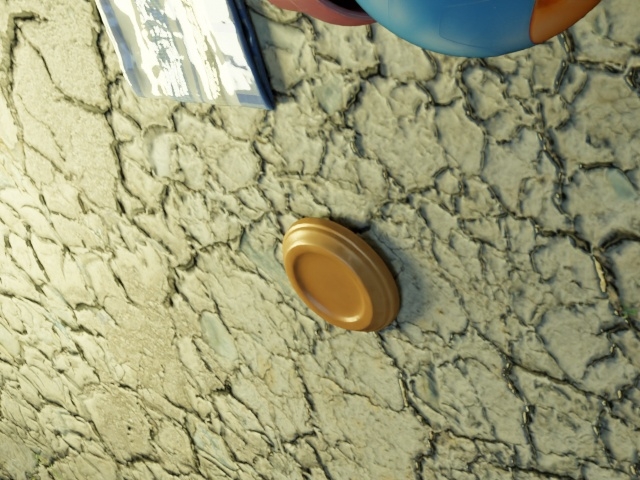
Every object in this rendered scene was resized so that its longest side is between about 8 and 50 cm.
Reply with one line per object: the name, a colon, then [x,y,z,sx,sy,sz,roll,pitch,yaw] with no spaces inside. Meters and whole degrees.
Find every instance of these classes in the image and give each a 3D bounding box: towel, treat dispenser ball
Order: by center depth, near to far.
treat dispenser ball: [0.141,-0.308,1.136,0.288,0.288,0.288,28,140,27]
towel: [-0.195,-0.277,1.749,0.285,0.034,0.209,12,131,40]

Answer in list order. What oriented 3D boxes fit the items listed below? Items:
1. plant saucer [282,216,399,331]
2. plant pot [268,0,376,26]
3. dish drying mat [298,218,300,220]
plant saucer: [0.021,0.057,1.811,0.200,0.037,0.200,28,143,24]
plant pot: [0.008,-0.324,1.369,0.201,0.201,0.180,59,159,-13]
dish drying mat: [0.000,0.000,1.817,0.083,0.008,0.032,34,141,21]
